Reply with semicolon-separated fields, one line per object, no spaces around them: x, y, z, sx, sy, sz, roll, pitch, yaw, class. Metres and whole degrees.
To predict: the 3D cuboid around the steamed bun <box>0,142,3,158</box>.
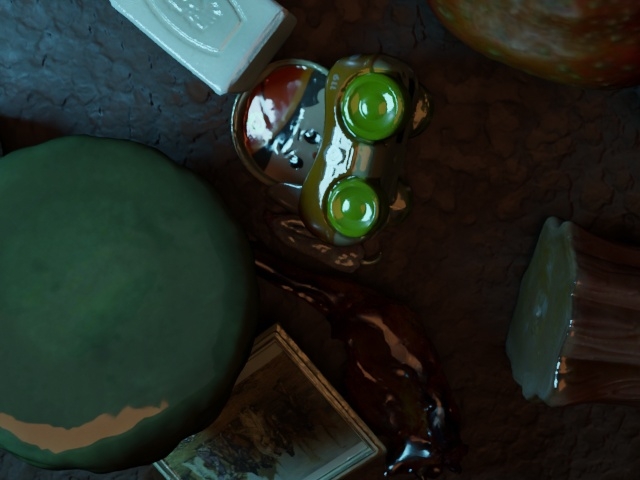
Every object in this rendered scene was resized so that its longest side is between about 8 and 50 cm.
-0.493;-0.073;1.137;0.242;0.146;0.164;6;97;-1;steamed bun

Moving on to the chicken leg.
0.049;0.125;1.217;0.158;0.096;0.407;-38;98;27;chicken leg

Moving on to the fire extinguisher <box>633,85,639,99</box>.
0.470;-0.073;1.162;0.141;0.105;0.341;-37;101;-29;fire extinguisher

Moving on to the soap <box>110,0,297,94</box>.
-0.132;-0.257;1.124;0.183;0.064;0.121;40;100;11;soap

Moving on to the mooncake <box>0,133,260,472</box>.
-0.245;0.074;1.088;0.356;0.194;0.356;1;78;-7;mooncake

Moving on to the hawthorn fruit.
0.244;-0.344;0.996;0.403;0.403;0.402;0;101;-1;hawthorn fruit

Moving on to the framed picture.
-0.084;0.250;1.238;0.274;0.017;0.217;-38;99;22;framed picture

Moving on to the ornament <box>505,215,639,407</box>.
0.354;0.106;1.165;0.218;0.221;0.235;10;56;-6;ornament

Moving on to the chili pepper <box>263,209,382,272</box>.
0.000;0.000;1.212;0.153;0.050;0.041;26;144;-5;chili pepper

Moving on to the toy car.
0.001;-0.114;1.154;0.235;0.145;0.235;2;96;19;toy car
